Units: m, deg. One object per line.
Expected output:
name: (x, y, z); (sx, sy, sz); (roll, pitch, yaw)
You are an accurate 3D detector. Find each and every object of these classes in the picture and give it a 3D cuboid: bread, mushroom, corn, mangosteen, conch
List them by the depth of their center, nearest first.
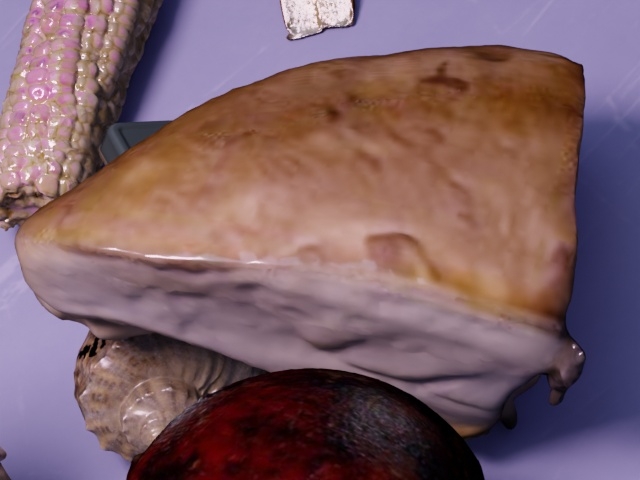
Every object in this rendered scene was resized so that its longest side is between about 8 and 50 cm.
mangosteen: (0.001, 0.232, 1.024); (0.311, 0.311, 0.311); (-10, 54, 14)
mushroom: (-0.010, -0.038, 1.168); (0.397, 0.224, 0.313); (10, 59, 0)
conch: (-0.118, 0.093, 1.289); (0.155, 0.130, 0.207); (15, 33, -13)
corn: (-0.229, -0.164, 1.475); (0.127, 0.126, 0.335); (1, 58, 21)
bread: (-0.011, -0.269, 1.489); (0.074, 0.084, 0.139); (-9, 55, 14)

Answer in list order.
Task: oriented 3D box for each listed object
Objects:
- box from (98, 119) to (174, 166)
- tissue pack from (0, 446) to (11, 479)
box: (-0.134, -0.059, 1.394); (0.091, 0.031, 0.126); (-5, 44, -30)
tissue pack: (-0.400, 0.229, 1.127); (0.376, 0.390, 0.195); (-23, 25, 6)
